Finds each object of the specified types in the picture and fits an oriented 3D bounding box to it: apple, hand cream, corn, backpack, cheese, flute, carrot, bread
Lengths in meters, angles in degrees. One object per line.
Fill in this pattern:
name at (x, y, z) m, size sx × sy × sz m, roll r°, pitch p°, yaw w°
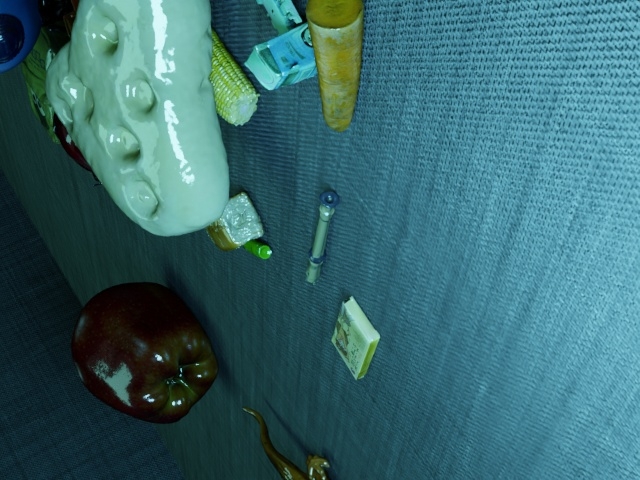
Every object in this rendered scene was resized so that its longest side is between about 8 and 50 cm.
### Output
apple at (-0.381, 0.243, 2.561) m, size 0.317 × 0.288 × 0.288 m, roll 30°, pitch 143°, yaw 42°
hand cream at (-0.109, 0.008, 1.919) m, size 0.036 × 0.023 × 0.122 m, roll 66°, pitch 165°, yaw -19°
corn at (-0.147, -0.234, 1.641) m, size 0.165 × 0.063 × 0.085 m, roll 51°, pitch 127°, yaw 25°
backpack at (-0.501, -0.321, 2.341) m, size 0.207 × 0.140 × 0.253 m, roll 46°, pitch 148°, yaw 41°
cheese at (-0.212, -0.185, 1.586) m, size 0.328 × 0.130 × 0.351 m, roll 56°, pitch 137°, yaw 11°
flute at (0.000, 0.000, 1.620) m, size 0.027 × 0.027 × 0.233 m, roll 56°, pitch 160°, yaw 20°
carrot at (0.019, -0.184, 1.299) m, size 0.061 × 0.061 × 0.209 m, roll 53°, pitch 163°, yaw 28°
bread at (-0.137, -0.028, 1.861) m, size 0.083 × 0.077 × 0.070 m, roll 66°, pitch 164°, yaw -4°

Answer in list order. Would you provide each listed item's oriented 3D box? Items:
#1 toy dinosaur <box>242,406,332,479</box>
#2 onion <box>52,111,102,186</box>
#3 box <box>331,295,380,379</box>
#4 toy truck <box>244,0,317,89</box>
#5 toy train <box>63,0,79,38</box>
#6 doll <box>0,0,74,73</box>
toy dinosaur at (-0.025, 0.448, 2.180) m, size 0.432 × 0.097 × 0.208 m, roll 60°, pitch 171°, yaw 21°
onion at (-0.299, -0.180, 1.893) m, size 0.281 × 0.221 × 0.280 m, roll -19°, pitch -90°, yaw -84°
box at (0.048, 0.140, 1.687) m, size 0.073 × 0.020 × 0.149 m, roll 55°, pitch 160°, yaw 21°
toy truck at (-0.065, -0.260, 1.362) m, size 0.175 × 0.081 × 0.067 m, roll 62°, pitch 159°, yaw 4°
toy train at (-0.361, -0.398, 1.893) m, size 0.074 × 0.118 × 0.175 m, roll 45°, pitch 156°, yaw 36°
doll at (-0.569, -0.427, 2.106) m, size 0.284 × 0.310 × 0.240 m, roll 47°, pitch 157°, yaw 39°
